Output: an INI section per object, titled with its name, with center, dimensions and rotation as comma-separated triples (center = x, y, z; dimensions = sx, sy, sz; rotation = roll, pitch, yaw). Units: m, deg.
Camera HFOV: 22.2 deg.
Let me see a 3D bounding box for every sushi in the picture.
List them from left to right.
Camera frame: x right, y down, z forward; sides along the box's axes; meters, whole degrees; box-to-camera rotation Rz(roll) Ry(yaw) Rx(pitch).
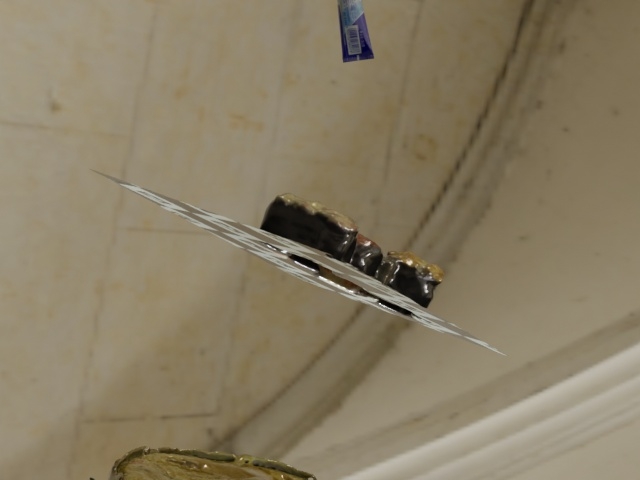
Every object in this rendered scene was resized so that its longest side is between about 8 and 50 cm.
[sushi]
center = 0.000, 0.000, 1.325
dimensions = 0.264, 0.290, 0.050
rotation = 19, -96, 39

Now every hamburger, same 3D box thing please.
[hamburger]
center = -0.100, 0.289, 1.623
dimensions = 0.211, 0.309, 0.132
rotation = -147, -111, -69

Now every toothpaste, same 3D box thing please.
[toothpaste]
center = 0.022, -0.174, 1.227
dimensions = 0.024, 0.015, 0.083
rotation = -9, -106, -3
